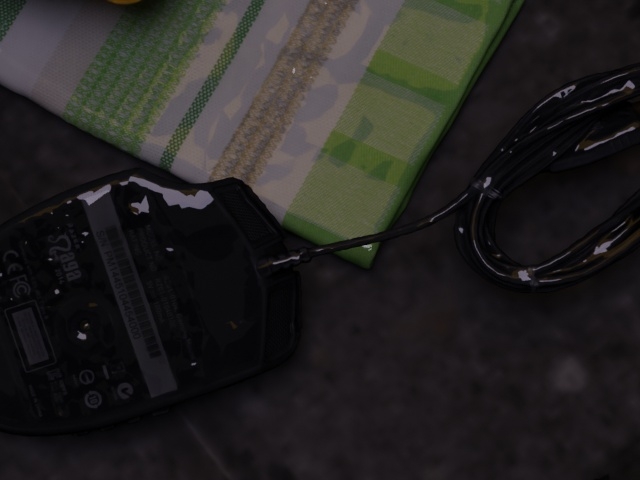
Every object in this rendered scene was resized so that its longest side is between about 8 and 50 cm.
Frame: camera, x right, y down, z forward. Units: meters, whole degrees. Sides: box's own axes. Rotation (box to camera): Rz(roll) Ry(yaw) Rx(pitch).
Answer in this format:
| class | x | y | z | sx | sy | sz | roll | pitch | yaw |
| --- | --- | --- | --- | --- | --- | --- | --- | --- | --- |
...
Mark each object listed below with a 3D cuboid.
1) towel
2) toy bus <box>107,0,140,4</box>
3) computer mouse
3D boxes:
| class | x | y | z | sx | sy | sz | roll | pitch | yaw |
| --- | --- | --- | --- | --- | --- | --- | --- | --- | --- |
| towel | -0.025 | -0.069 | 0.588 | 0.152 | 0.023 | 0.113 | 28 | 78 | 10 |
| toy bus | -0.145 | -0.184 | 0.534 | 0.211 | 0.220 | 0.149 | 17 | 78 | 41 |
| computer mouse | 0.000 | 0.000 | 0.541 | 0.242 | 0.041 | 0.071 | -16 | 94 | 2 |
